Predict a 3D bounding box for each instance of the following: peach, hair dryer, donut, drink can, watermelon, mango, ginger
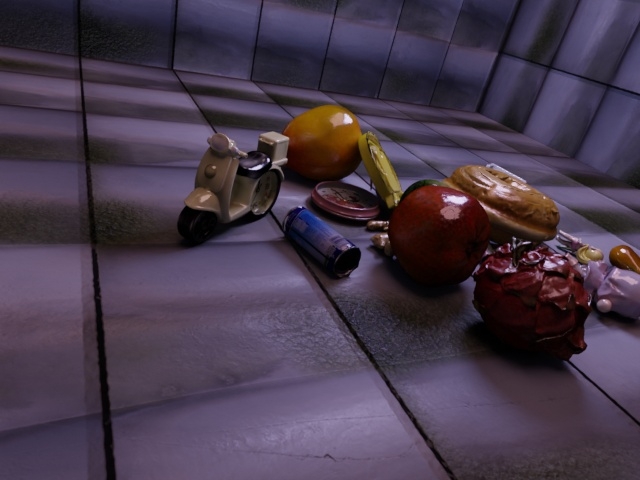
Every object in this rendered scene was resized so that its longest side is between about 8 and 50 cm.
[{"bbox_3d":[0.002,-0.348,1.741,0.307,0.289,0.289,-30,36,1],"label":"peach"},{"bbox_3d":[0.570,0.049,1.503,0.154,0.054,0.106,15,32,-8],"label":"hair dryer"},{"bbox_3d":[0.626,-0.120,1.649,0.448,0.198,0.449,19,24,-9],"label":"donut"},{"bbox_3d":[0.000,0.000,1.268,0.097,0.097,0.235,-12,37,-40],"label":"drink can"},{"bbox_3d":[0.344,-0.091,1.517,0.187,0.188,0.215,10,68,-9],"label":"watermelon"},{"bbox_3d":[1.069,0.089,1.632,0.105,0.084,0.159,19,44,-26],"label":"mango"},{"bbox_3d":[0.213,-0.019,1.448,0.176,0.053,0.193,-11,36,-30],"label":"ginger"}]

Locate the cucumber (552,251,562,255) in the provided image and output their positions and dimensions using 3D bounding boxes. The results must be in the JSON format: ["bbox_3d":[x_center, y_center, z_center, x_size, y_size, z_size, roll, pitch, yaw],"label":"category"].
[{"bbox_3d":[0.764,0.076,1.538,0.048,0.048,0.105,26,30,22],"label":"cucumber"}]

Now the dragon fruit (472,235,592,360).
[{"bbox_3d":[0.492,0.143,1.096,0.244,0.244,0.299,-17,65,-45],"label":"dragon fruit"}]

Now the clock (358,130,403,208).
[{"bbox_3d":[0.204,-0.234,1.641,0.277,0.071,0.294,2,66,-67],"label":"clock"}]

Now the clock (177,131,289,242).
[{"bbox_3d":[-0.227,-0.161,1.276,0.120,0.277,0.379,23,25,19],"label":"clock"}]

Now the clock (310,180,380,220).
[{"bbox_3d":[0.085,-0.131,1.590,0.244,0.056,0.244,11,27,-6],"label":"clock"}]

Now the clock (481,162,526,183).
[{"bbox_3d":[0.791,-0.238,2.062,0.231,0.116,0.262,33,34,30],"label":"clock"}]

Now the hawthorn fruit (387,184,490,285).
[{"bbox_3d":[0.318,-0.025,1.290,0.275,0.275,0.300,-1,40,-27],"label":"hawthorn fruit"}]

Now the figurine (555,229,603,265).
[{"bbox_3d":[0.919,0.033,1.676,0.083,0.083,0.187,-11,43,-39],"label":"figurine"}]

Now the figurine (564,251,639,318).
[{"bbox_3d":[0.834,0.129,1.385,0.275,0.133,0.200,26,33,22],"label":"figurine"}]
